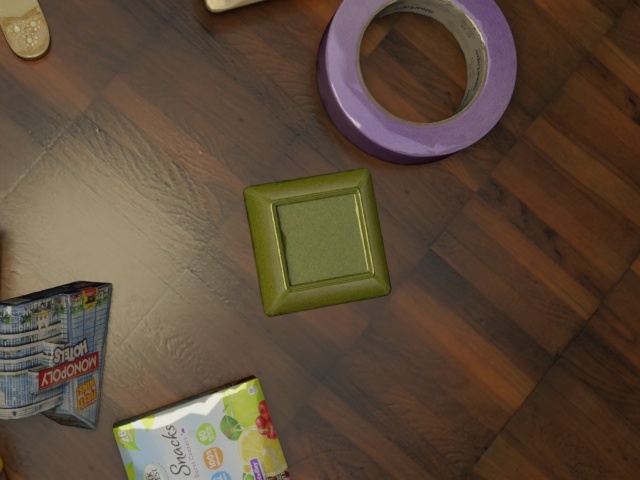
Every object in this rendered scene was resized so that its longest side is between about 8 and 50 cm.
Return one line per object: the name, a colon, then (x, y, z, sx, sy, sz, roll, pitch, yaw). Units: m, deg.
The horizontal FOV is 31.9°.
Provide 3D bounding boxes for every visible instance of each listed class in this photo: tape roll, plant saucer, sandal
tape roll: (0.135, -0.249, 1.597, 0.274, 0.090, 0.275, 1, 87, -9)
plant saucer: (0.000, 0.000, 1.577, 0.188, 0.045, 0.188, -10, 88, -10)
sandal: (-0.435, -0.361, 1.511, 0.088, 0.079, 0.240, -28, 91, -11)

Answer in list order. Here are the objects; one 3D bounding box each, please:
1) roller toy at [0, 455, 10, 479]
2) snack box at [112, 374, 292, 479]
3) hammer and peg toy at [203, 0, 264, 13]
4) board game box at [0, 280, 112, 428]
roller toy: (-0.468, 0.304, 1.400, 0.146, 0.191, 0.209, -26, 93, -10)
snack box: (-0.157, 0.298, 1.517, 0.207, 0.070, 0.174, -19, 90, -9)
hammer and peg toy: (-0.022, -0.487, 1.554, 0.361, 0.127, 0.266, -18, 95, -8)
board game box: (-0.345, 0.163, 1.453, 0.060, 0.194, 0.194, 3, 98, 23)
